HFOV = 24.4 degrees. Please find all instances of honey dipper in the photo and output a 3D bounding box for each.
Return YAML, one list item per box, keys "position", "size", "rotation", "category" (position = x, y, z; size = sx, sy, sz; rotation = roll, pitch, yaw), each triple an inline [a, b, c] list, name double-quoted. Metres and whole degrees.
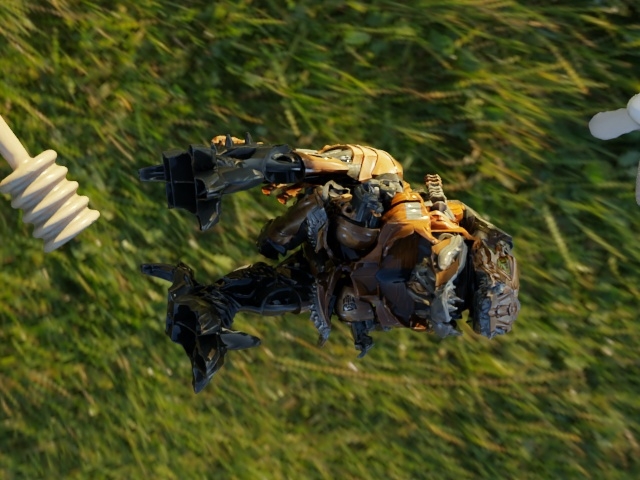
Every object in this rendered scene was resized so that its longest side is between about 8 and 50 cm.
- position: [-0.154, -0.067, 0.644]
  size: [0.030, 0.030, 0.160]
  rotation: [-35, 99, -5]
  category: "honey dipper"

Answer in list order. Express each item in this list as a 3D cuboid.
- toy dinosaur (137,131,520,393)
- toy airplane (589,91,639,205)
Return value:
- position: [0.000, 0.000, 1.012]
  size: [0.218, 0.322, 0.164]
  rotation: [-12, 96, -25]
  category: "toy dinosaur"
- position: [0.337, -0.265, 1.230]
  size: [0.384, 0.272, 0.386]
  rotation: [-37, 109, -6]
  category: "toy airplane"
